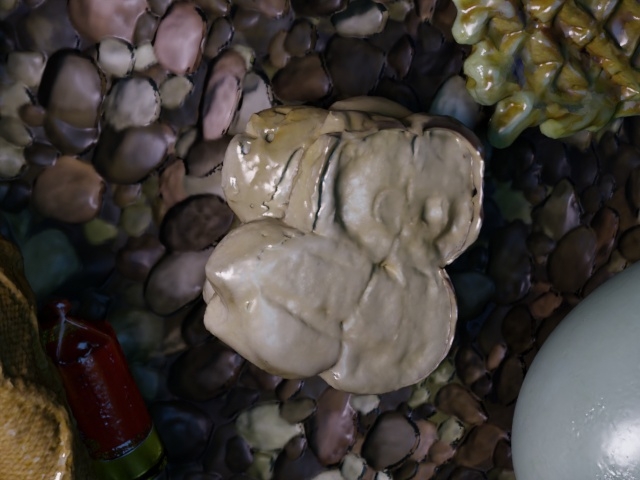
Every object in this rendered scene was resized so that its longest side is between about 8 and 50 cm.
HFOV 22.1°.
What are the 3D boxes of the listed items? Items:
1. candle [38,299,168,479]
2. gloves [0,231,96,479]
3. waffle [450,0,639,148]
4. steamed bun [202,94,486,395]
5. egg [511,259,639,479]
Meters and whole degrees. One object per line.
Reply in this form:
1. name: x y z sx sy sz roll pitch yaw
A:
1. candle: -0.138 0.091 1.000 0.052 0.052 0.130 -30 117 -16
2. gloves: -0.223 0.064 0.857 0.155 0.203 0.356 -24 116 6
3. waffle: 0.175 -0.174 1.073 0.204 0.054 0.223 -12 113 -24
4. steamed bun: 0.000 0.000 1.013 0.192 0.106 0.177 -4 104 -36
5. egg: 0.258 0.108 1.123 0.283 0.203 0.203 -35 119 -18
